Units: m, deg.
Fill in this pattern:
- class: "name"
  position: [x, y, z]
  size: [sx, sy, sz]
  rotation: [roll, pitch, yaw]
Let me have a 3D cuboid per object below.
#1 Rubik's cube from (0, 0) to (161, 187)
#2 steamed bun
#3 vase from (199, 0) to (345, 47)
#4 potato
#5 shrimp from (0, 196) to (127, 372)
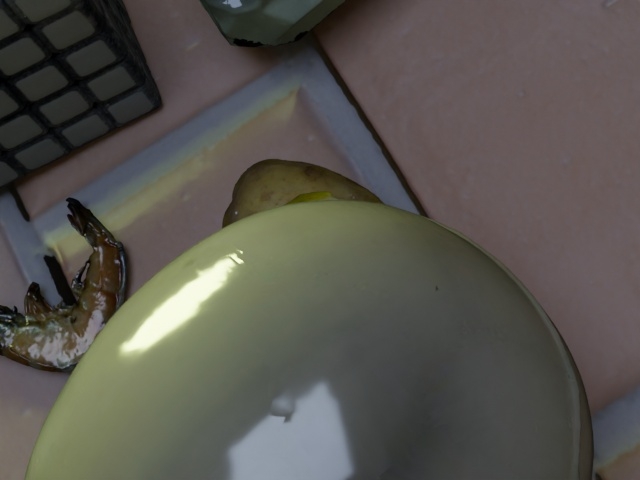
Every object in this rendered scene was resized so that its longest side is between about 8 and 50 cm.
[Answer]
- class: "Rubik's cube"
  position: [-0.301, -0.198, 1.015]
  size: [0.237, 0.238, 0.237]
  rotation: [-26, 65, 4]
- class: "steamed bun"
  position: [-0.010, 0.155, 0.777]
  size: [0.374, 0.334, 0.334]
  rotation: [-47, 66, -3]
- class: "vase"
  position: [0.049, -0.302, 1.007]
  size: [0.360, 0.165, 0.165]
  rotation: [-32, 66, -1]
- class: "potato"
  position: [0.000, 0.000, 0.950]
  size: [0.170, 0.080, 0.107]
  rotation: [27, 73, 19]
- class: "shrimp"
  position: [-0.252, 0.027, 1.033]
  size: [0.195, 0.035, 0.148]
  rotation: [14, 78, 12]
